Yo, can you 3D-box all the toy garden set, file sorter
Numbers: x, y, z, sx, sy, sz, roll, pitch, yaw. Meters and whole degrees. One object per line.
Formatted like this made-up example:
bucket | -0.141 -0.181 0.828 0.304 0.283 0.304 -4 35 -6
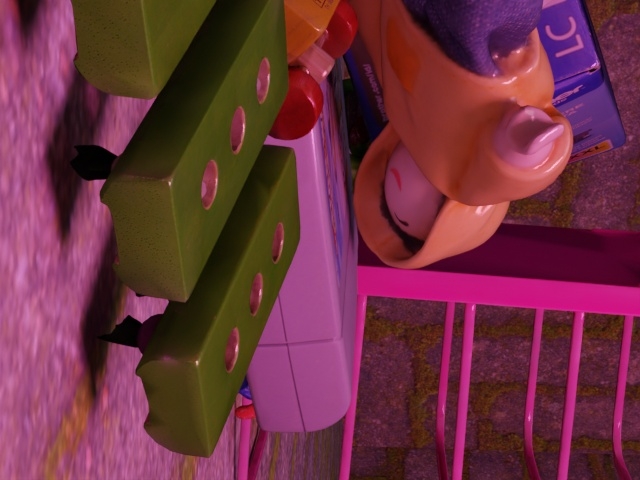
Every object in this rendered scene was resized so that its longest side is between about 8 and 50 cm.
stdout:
toy garden set | -0.037 -0.092 0.410 0.203 0.049 0.244 -69 162 -47
file sorter | 0.092 0.089 0.924 0.202 0.291 0.182 -75 169 -79

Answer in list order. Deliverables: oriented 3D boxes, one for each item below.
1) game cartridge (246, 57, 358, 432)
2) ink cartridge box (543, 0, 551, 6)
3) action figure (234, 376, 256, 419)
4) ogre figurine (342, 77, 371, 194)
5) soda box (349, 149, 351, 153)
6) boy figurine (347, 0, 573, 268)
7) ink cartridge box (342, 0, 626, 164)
game cartridge | -0.019 -0.067 0.658 0.198 0.062 0.297 -93 177 -65
ink cartridge box | 0.025 -0.234 0.634 0.066 0.232 0.189 -44 148 -18
action figure | -0.046 0.061 0.682 0.115 0.030 0.038 81 6 -65
ogre figurine | 0.020 -0.090 1.076 0.096 0.118 0.197 95 0 -51
soda box | 0.000 0.000 1.267 0.058 0.063 0.183 -48 140 -86
boy figurine | 0.052 -0.087 0.625 0.177 0.092 0.285 56 -14 26
ink cartridge box | 0.088 -0.187 0.903 0.395 0.151 0.270 8 63 -73
